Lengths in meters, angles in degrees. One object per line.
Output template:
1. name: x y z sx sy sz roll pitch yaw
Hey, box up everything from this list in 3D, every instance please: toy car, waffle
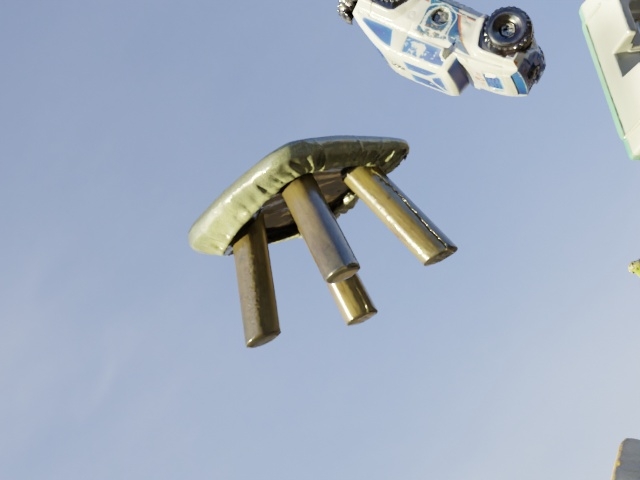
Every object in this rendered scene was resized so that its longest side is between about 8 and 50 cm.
1. toy car: 0.092 -0.160 1.078 0.070 0.171 0.080 -62 -21 -5
2. waffle: 0.461 0.447 2.133 0.248 0.055 0.221 -38 -42 -70

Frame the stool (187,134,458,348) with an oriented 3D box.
1. stool: 0.000 0.000 2.133 0.310 0.226 0.310 -8 -23 -43

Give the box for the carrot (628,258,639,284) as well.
1. carrot: 0.429 0.096 1.428 0.061 0.257 0.061 -52 -1 -2

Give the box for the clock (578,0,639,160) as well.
1. clock: 0.528 -0.263 2.007 0.231 0.262 0.116 -7 -21 -16
